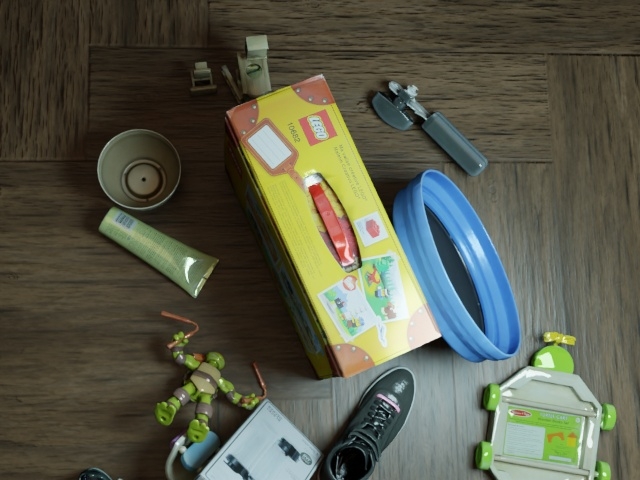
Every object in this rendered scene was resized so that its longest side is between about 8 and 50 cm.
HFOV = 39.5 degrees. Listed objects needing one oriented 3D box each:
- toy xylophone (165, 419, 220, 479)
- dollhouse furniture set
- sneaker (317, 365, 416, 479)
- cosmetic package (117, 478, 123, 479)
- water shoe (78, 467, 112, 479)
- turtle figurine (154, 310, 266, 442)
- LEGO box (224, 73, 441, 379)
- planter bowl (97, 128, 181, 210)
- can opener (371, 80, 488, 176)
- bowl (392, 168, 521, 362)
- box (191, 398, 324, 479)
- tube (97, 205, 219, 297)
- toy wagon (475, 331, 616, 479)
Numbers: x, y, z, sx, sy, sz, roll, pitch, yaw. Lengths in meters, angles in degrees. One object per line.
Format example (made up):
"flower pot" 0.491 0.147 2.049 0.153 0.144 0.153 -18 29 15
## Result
"toy xylophone" -0.173 0.497 1.669 0.323 0.236 0.081 41 117 -4
"dollhouse furniture set" -0.186 -0.326 1.813 0.161 0.182 0.101 -8 81 -8
"sneaker" 0.105 0.371 1.741 0.105 0.147 0.295 37 77 3
"cosmetic package" -0.304 0.549 1.651 0.231 0.085 0.117 32 94 -20
"water shoe" -0.384 0.515 1.698 0.203 0.080 0.073 37 79 1
"turtle figurine" -0.242 0.274 1.725 0.269 0.087 0.217 42 35 -10
"LEGO box" 0.000 0.000 1.680 0.193 0.372 0.500 -23 84 -10
"planter bowl" -0.359 -0.131 1.798 0.162 0.109 0.162 1 80 -5
"can opener" 0.237 -0.236 1.909 0.280 0.074 0.093 41 113 4
"bowl" 0.262 0.053 1.714 0.077 0.391 0.391 -27 83 23
"box" -0.123 0.434 1.638 0.169 0.290 0.087 44 116 1
"tube" -0.332 0.018 1.806 0.240 0.062 0.070 31 122 -5
"toy wagon" 0.463 0.360 1.822 0.267 0.068 0.344 11 79 -4
